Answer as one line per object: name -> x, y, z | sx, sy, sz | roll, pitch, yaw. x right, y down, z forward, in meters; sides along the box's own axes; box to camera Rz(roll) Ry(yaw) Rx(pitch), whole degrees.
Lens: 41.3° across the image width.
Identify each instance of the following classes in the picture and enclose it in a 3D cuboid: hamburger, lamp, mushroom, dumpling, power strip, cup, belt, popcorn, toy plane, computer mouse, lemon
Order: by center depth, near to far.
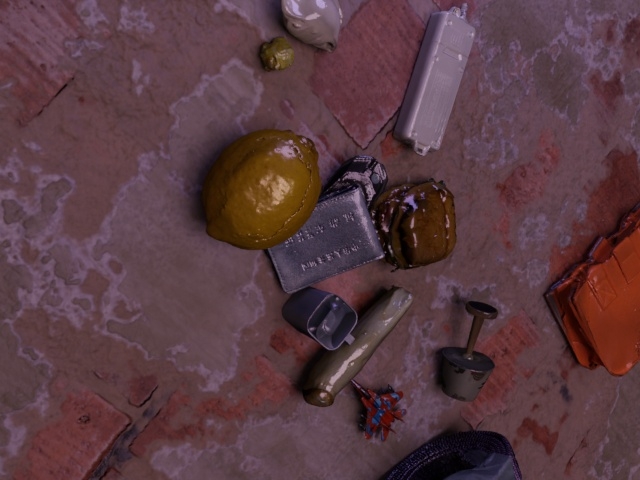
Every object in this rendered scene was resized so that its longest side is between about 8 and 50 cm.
lemon -> -0.106, -0.094, 1.551 | 0.260, 0.204, 0.204 | -45, 117, -10
dumpling -> -0.012, -0.445, 1.605 | 0.169, 0.100, 0.134 | 18, 77, -32
popcorn -> -0.077, -0.352, 1.606 | 0.059, 0.068, 0.083 | 65, 36, -31
cup -> 0.008, 0.159, 1.695 | 0.128, 0.129, 0.095 | 43, 77, -28
computer mouse -> 0.054, -0.086, 1.709 | 0.106, 0.062, 0.192 | 38, 94, -12
mushroom -> 0.073, 0.219, 1.757 | 0.081, 0.100, 0.312 | 44, 72, -6
hamburger -> 0.206, -0.027, 1.780 | 0.206, 0.130, 0.183 | -15, 108, -29
power strip -> 0.245, -0.342, 1.788 | 0.098, 0.058, 0.338 | 19, 89, -30
toy plane -> 0.110, 0.349, 1.827 | 0.130, 0.061, 0.189 | -48, 113, -13
belt -> 0.284, 0.540, 1.837 | 0.325, 0.260, 0.122 | -27, 110, -16
lamp -> 0.337, 0.248, 1.897 | 0.121, 0.121, 0.214 | 6, 107, -30

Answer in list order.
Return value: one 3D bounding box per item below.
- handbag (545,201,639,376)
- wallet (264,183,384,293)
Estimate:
handbag -> 0.773, 0.118, 2.134 | 0.410, 0.116, 0.303 | -39, 112, -19
wallet -> 0.000, 0.001, 1.675 | 0.222, 0.036, 0.167 | -20, 109, 1
